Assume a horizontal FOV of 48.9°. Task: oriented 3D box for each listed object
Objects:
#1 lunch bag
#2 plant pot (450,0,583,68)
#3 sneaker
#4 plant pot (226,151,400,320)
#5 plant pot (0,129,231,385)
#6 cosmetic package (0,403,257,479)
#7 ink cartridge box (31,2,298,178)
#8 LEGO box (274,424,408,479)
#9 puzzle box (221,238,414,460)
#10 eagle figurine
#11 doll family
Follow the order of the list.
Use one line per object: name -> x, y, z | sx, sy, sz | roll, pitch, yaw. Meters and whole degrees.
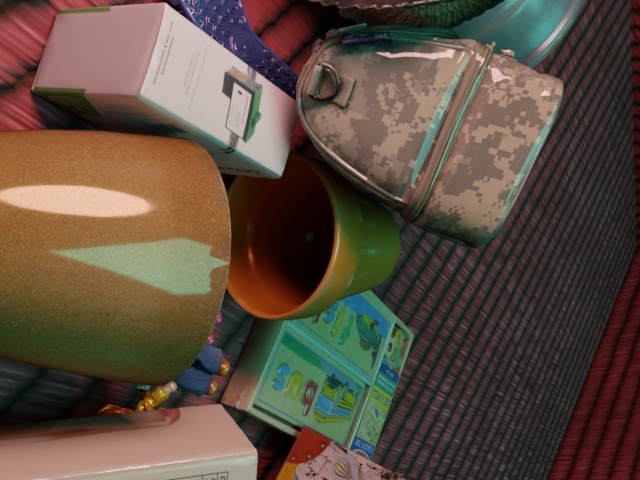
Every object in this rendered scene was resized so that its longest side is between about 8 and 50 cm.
lunch bag -> 0.105, -0.136, 0.828 | 0.305, 0.255, 0.213 | -63, 174, -82
plant pot -> 0.138, -0.415, 0.949 | 0.334, 0.341, 0.341 | 38, 67, -44
sneaker -> -0.116, -0.226, 0.831 | 0.232, 0.090, 0.081 | 51, 55, -22
plant pot -> 0.000, 0.000, 0.918 | 0.187, 0.205, 0.205 | 6, 93, -50
plant pot -> -0.248, 0.004, 0.594 | 0.254, 0.237, 0.237 | 9, 91, -40
cosmetic package -> -0.218, 0.250, 0.637 | 0.296, 0.129, 0.153 | 2, 99, -24
ink cartridge box -> -0.148, -0.145, 0.724 | 0.219, 0.160, 0.093 | 25, 78, -56
LEGO box -> 0.037, 0.568, 0.939 | 0.500, 0.372, 0.193 | -61, 142, -16
puzzle box -> 0.020, 0.201, 1.148 | 0.409, 0.052, 0.272 | 44, 63, -50
eagle figurine -> 0.144, -0.307, 0.731 | 0.298, 0.225, 0.226 | -43, 135, 16
doll family -> -0.180, 0.160, 0.790 | 0.163, 0.118, 0.263 | 37, 68, -52
